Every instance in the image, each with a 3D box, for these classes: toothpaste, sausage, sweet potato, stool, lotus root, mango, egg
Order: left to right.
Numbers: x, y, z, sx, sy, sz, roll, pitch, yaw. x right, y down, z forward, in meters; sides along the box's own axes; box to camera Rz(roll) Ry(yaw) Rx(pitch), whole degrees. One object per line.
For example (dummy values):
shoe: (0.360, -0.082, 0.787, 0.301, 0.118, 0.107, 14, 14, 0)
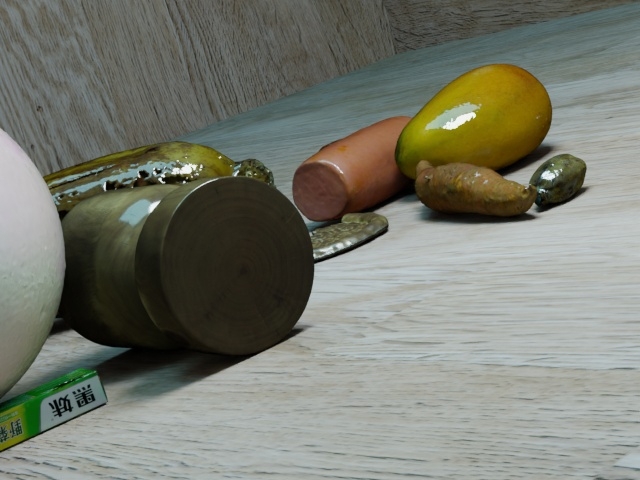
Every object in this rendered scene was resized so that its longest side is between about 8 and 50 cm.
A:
egg: (-0.416, 0.019, 1.441, 0.355, 0.354, 0.340, -20, 2, -13)
toothpaste: (-0.293, 0.172, 1.450, 0.178, 0.037, 0.043, -23, 7, -29)
lotus root: (-0.250, -0.017, 1.943, 0.398, 0.195, 0.179, -17, 21, 5)
stool: (-0.152, 0.028, 1.583, 0.179, 0.179, 0.264, -24, 11, -33)
sausage: (0.072, -0.105, 2.123, 0.114, 0.113, 0.259, -9, 13, 41)
sweet potato: (0.172, -0.063, 1.824, 0.072, 0.066, 0.314, 12, 0, -20)
mango: (0.218, -0.157, 2.075, 0.176, 0.139, 0.254, -18, 14, 44)
lotus root: (0.272, -0.069, 1.751, 0.054, 0.049, 0.099, -6, 21, 41)

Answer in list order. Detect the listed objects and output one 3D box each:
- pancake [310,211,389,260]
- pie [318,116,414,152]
pancake: (0.000, 0.000, 1.926, 0.184, 0.020, 0.190, -15, 10, 20)
pie: (0.096, -0.159, 2.522, 0.204, 0.054, 0.219, -12, 11, 27)
